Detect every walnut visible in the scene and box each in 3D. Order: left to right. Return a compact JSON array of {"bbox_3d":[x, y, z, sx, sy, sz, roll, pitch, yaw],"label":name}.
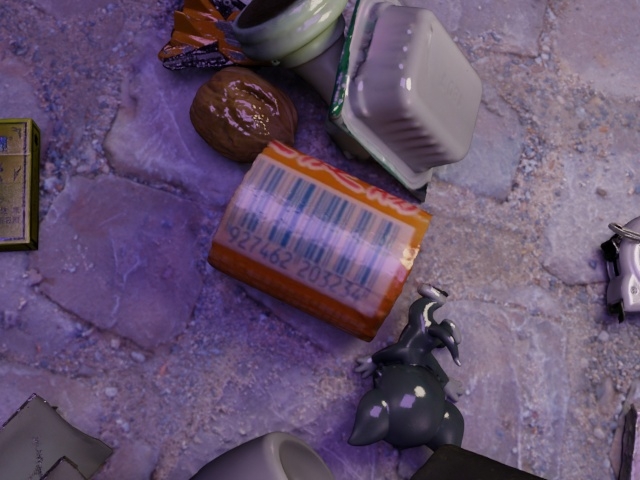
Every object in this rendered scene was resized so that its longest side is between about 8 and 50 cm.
[{"bbox_3d":[-0.123,-0.207,1.275,0.184,0.155,0.155,32,76,2],"label":"walnut"}]

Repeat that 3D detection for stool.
[{"bbox_3d":[-0.407,0.392,1.031,0.269,0.243,0.170,-48,118,-13],"label":"stool"}]

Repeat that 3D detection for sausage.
[{"bbox_3d":[0.000,0.000,1.192,0.287,0.233,0.233,24,76,3],"label":"sausage"}]

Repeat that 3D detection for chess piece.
[{"bbox_3d":[0.014,-0.277,1.234,0.194,0.194,0.299,-46,122,-13],"label":"chess piece"}]

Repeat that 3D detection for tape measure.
[{"bbox_3d":[0.578,0.039,1.290,0.196,0.105,0.178,-9,77,-5],"label":"tape measure"}]

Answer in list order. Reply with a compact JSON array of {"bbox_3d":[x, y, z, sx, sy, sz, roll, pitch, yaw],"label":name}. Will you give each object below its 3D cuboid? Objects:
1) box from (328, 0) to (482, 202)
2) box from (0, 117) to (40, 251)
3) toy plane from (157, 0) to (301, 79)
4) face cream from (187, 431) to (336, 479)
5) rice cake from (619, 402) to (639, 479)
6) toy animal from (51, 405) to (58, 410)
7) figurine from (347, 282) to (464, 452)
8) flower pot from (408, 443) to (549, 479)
[{"bbox_3d":[0.162,-0.240,1.215,0.106,0.337,0.264,5,73,37],"label":"box"},{"bbox_3d":[-0.544,-0.092,1.257,0.141,0.064,0.220,-4,78,-5],"label":"box"},{"bbox_3d":[-0.108,-0.341,1.336,0.316,0.103,0.204,20,69,-9],"label":"toy plane"},{"bbox_3d":[-0.139,0.441,1.031,0.357,0.312,0.219,-44,94,6],"label":"face cream"},{"bbox_3d":[0.530,0.421,1.220,0.106,0.050,0.298,14,75,0],"label":"rice cake"},{"bbox_3d":[-0.441,0.297,1.187,0.028,0.050,0.084,35,66,-37],"label":"toy animal"},{"bbox_3d":[0.166,0.212,1.202,0.193,0.140,0.265,22,99,-17],"label":"figurine"},{"bbox_3d":[0.225,0.440,1.068,0.251,0.379,0.379,35,75,26],"label":"flower pot"}]
